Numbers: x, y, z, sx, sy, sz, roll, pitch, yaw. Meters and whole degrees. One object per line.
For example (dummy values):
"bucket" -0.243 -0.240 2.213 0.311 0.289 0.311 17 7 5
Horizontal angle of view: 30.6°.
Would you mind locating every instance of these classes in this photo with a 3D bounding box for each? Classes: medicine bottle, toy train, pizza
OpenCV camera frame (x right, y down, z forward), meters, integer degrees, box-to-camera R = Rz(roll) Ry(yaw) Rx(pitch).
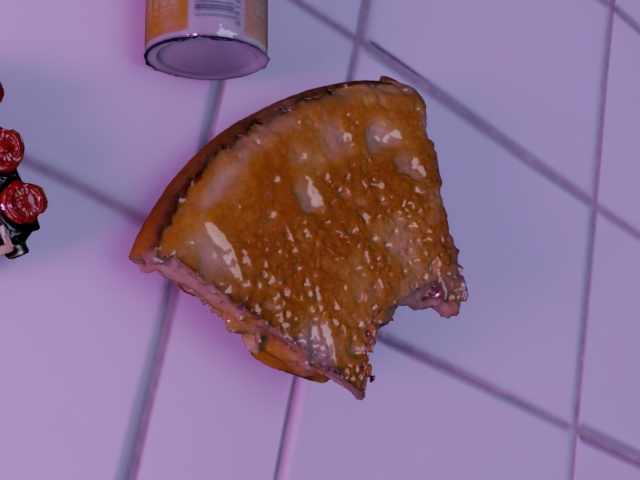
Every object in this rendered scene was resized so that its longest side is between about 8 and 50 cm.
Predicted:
"medicine bottle" -0.087 -0.338 0.896 0.108 0.108 0.426 11 74 -42
"toy train" -0.228 -0.048 0.724 0.087 0.050 0.138 -25 97 -41
"pizza" 0.000 0.000 0.906 0.323 0.089 0.223 -36 99 -41
